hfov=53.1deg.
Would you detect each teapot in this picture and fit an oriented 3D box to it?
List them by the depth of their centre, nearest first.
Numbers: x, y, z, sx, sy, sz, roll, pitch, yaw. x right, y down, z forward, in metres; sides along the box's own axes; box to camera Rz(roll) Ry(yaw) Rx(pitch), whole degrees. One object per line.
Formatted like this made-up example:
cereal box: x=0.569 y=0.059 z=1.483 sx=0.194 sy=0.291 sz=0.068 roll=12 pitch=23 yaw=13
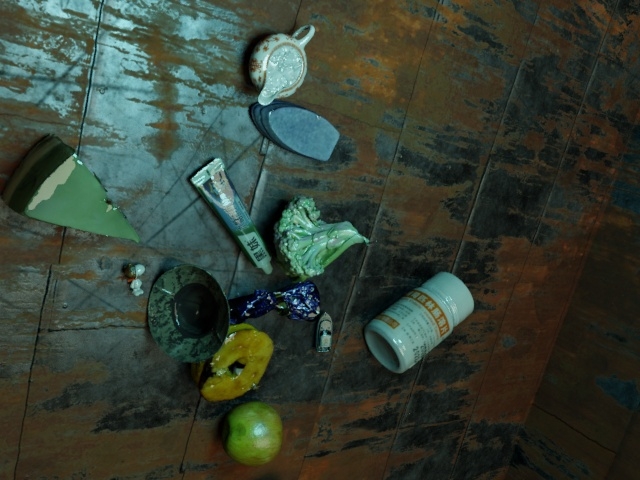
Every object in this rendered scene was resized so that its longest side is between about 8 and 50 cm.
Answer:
teapot: x=-0.101 y=-0.452 z=1.626 sx=0.159 sy=0.116 sz=0.245 roll=33 pitch=89 yaw=-32

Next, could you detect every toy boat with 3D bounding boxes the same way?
toy boat: x=-0.068 y=-0.304 z=1.744 sx=0.283 sy=0.078 sz=0.127 roll=20 pitch=99 yaw=-45
toy boat: x=0.012 y=0.301 z=2.106 sx=0.055 sy=0.060 sz=0.141 roll=0 pitch=106 yaw=-15

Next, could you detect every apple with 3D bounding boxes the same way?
apple: x=-0.211 y=0.591 z=1.958 sx=0.196 sy=0.196 sz=0.195 roll=-18 pitch=120 yaw=-34

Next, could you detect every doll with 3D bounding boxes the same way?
doll: x=-0.470 y=0.096 z=1.613 sx=0.058 sy=0.040 sz=0.085 roll=-1 pitch=110 yaw=-51

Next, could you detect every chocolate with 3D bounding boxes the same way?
chocolate: x=-0.144 y=0.183 z=1.858 sx=0.343 sy=0.148 sz=0.126 roll=2 pitch=107 yaw=-44

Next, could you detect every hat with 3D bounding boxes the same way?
hat: x=-0.321 y=0.179 z=1.692 sx=0.128 sy=0.266 sz=0.265 roll=-29 pitch=133 yaw=-67

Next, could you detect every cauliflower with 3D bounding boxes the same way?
cauliflower: x=0.000 y=0.000 z=1.819 sx=0.316 sy=0.238 sz=0.256 roll=-13 pitch=160 yaw=8

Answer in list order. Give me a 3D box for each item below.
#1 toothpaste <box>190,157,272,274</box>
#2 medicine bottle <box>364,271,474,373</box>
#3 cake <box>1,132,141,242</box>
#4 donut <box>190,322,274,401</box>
toothpaste: x=-0.220 y=-0.047 z=1.742 sx=0.099 sy=0.061 sz=0.392 roll=-41 pitch=129 yaw=-16
medicine bottle: x=0.353 y=0.286 z=2.281 sx=0.371 sy=0.211 sz=0.211 roll=-34 pitch=128 yaw=-24
cake: x=-0.546 y=-0.060 z=1.400 sx=0.172 sy=0.158 sz=0.283 roll=-43 pitch=134 yaw=-17
donut: x=-0.253 y=0.347 z=1.836 sx=0.254 sy=0.118 sz=0.253 roll=-22 pitch=136 yaw=-24
